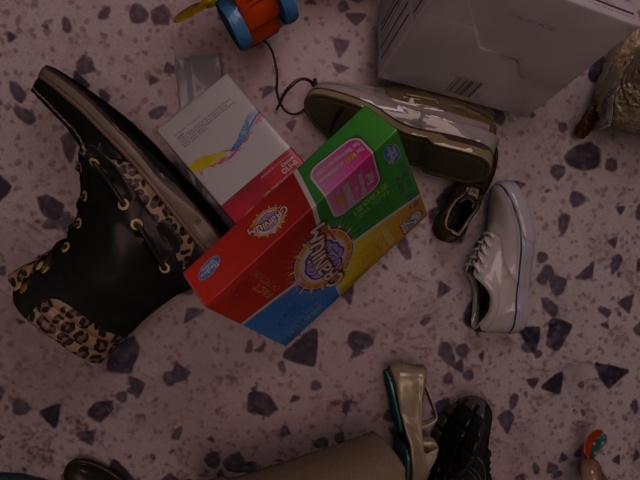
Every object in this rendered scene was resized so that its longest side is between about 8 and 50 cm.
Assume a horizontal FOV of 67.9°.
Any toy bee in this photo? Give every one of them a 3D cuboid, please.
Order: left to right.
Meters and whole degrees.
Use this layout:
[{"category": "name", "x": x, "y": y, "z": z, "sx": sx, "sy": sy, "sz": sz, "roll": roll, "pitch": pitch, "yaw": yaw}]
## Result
[{"category": "toy bee", "x": -0.114, "y": -0.331, "z": 0.671, "sx": 0.195, "sy": 0.298, "sz": 0.162, "roll": -21, "pitch": 57, "yaw": -22}]

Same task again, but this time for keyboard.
[{"category": "keyboard", "x": -0.184, "y": -0.167, "z": 0.759, "sx": 0.072, "sy": 0.014, "sz": 0.256, "roll": -5, "pitch": 96, "yaw": -10}]

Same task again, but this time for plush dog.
[{"category": "plush dog", "x": 0.558, "y": -0.216, "z": 0.742, "sx": 0.225, "sy": 0.262, "sz": 0.211, "roll": 22, "pitch": 126, "yaw": 2}]

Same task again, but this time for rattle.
[{"category": "rattle", "x": 0.458, "y": 0.445, "z": 0.865, "sx": 0.130, "sy": 0.142, "sz": 0.200, "roll": -5, "pitch": 79, "yaw": -37}]

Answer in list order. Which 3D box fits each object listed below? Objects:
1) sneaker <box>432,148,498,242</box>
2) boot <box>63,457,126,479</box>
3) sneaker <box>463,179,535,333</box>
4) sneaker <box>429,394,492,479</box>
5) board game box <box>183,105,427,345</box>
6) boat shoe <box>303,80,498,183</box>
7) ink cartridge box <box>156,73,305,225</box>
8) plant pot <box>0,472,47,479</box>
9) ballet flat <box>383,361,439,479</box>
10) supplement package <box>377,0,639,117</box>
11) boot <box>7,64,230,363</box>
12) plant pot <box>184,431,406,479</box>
[{"category": "sneaker", "x": 0.249, "y": -0.081, "z": 0.777, "sx": 0.066, "sy": 0.071, "sz": 0.189, "roll": 23, "pitch": 93, "yaw": -7}, {"category": "boot", "x": -0.337, "y": 0.449, "z": 0.747, "sx": 0.082, "sy": 0.106, "sz": 0.219, "roll": -37, "pitch": 98, "yaw": -2}, {"category": "sneaker", "x": 0.287, "y": 0.033, "z": 0.779, "sx": 0.091, "sy": 0.094, "sz": 0.258, "roll": -5, "pitch": 96, "yaw": -10}, {"category": "sneaker", "x": 0.245, "y": 0.396, "z": 0.820, "sx": 0.106, "sy": 0.101, "sz": 0.268, "roll": 14, "pitch": 95, "yaw": -26}, {"category": "board game box", "x": 0.000, "y": 0.000, "z": 0.684, "sx": 0.316, "sy": 0.242, "sz": 0.064, "roll": -43, "pitch": 58, "yaw": 0}, {"category": "boat shoe", "x": 0.126, "y": -0.187, "z": 0.747, "sx": 0.302, "sy": 0.113, "sz": 0.103, "roll": 21, "pitch": 65, "yaw": 0}, {"category": "ink cartridge box", "x": -0.117, "y": -0.115, "z": 0.684, "sx": 0.127, "sy": 0.128, "sz": 0.176, "roll": -41, "pitch": 87, "yaw": -4}, {"category": "plant pot", "x": -0.508, "y": 0.564, "z": 0.628, "sx": 0.340, "sy": 0.334, "sz": 0.342, "roll": -1, "pitch": 96, "yaw": -6}, {"category": "ballet flat", "x": 0.160, "y": 0.325, "z": 0.799, "sx": 0.086, "sy": 0.086, "sz": 0.249, "roll": -7, "pitch": 96, "yaw": -5}, {"category": "supplement package", "x": 0.237, "y": -0.310, "z": 0.650, "sx": 0.261, "sy": 0.204, "sz": 0.145, "roll": 9, "pitch": 68, "yaw": -17}, {"category": "boot", "x": -0.339, "y": -0.031, "z": 0.696, "sx": 0.284, "sy": 0.138, "sz": 0.377, "roll": -43, "pitch": 99, "yaw": 2}, {"category": "plant pot", "x": -0.004, "y": 0.453, "z": 0.699, "sx": 0.305, "sy": 0.334, "sz": 0.334, "roll": -20, "pitch": 97, "yaw": -15}]
